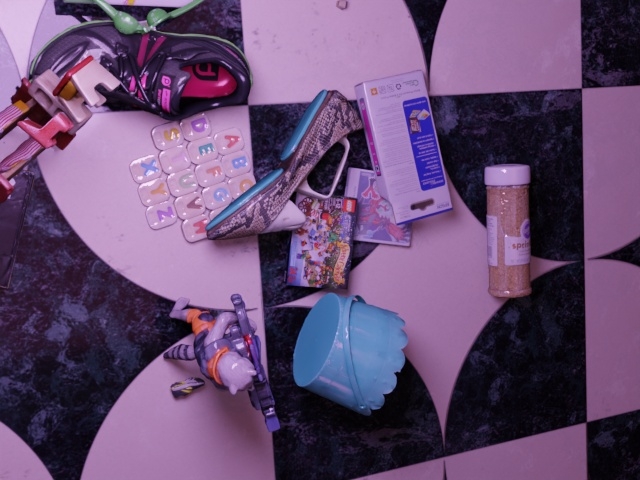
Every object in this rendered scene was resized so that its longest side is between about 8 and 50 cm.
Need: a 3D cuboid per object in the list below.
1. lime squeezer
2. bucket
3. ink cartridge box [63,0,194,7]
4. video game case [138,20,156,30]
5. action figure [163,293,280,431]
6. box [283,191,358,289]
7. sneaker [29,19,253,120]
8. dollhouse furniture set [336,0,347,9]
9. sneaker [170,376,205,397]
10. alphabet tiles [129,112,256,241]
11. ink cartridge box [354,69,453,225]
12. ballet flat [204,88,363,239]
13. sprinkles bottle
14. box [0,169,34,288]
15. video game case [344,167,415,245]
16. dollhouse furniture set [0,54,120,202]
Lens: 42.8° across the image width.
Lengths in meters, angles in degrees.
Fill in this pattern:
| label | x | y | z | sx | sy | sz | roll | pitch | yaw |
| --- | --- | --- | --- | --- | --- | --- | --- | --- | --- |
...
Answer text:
| label | x | y | z | sx | sy | sz | roll | pitch | yaw |
| --- | --- | --- | --- | --- | --- | --- | --- | --- | --- |
| lime squeezer | -0.370 | -0.484 | 1.712 | 0.311 | 0.059 | 0.109 | -3 | 75 | -24 |
| bucket | 0.067 | 0.268 | 1.989 | 0.183 | 0.281 | 0.281 | 22 | 87 | -20 |
| ink cartridge box | -0.404 | -0.611 | 1.718 | 0.278 | 0.117 | 0.201 | -4 | 130 | -23 |
| video game case | -0.424 | -0.442 | 1.829 | 0.122 | 0.011 | 0.087 | -16 | 102 | -20 |
| action figure | -0.220 | 0.289 | 1.827 | 0.179 | 0.330 | 0.341 | -22 | 104 | -22 |
| box | 0.000 | 0.000 | 2.031 | 0.159 | 0.044 | 0.233 | 5 | 94 | -14 |
| sneaker | -0.370 | -0.360 | 1.744 | 0.483 | 0.202 | 0.185 | -7 | 123 | -21 |
| dollhouse furniture set | 0.104 | -0.607 | 1.980 | 0.081 | 0.114 | 0.090 | 8 | 91 | -28 |
| sneaker | -0.319 | 0.354 | 1.962 | 0.083 | 0.031 | 0.035 | -9 | 113 | -18 |
| alphabet tiles | -0.292 | -0.147 | 1.916 | 0.278 | 0.021 | 0.284 | -21 | 103 | -20 |
| ink cartridge box | 0.214 | -0.235 | 2.078 | 0.176 | 0.069 | 0.370 | -16 | 94 | -22 |
| ballet flat | -0.058 | -0.142 | 1.924 | 0.182 | 0.164 | 0.482 | 42 | 73 | -13 |
| sprinkles bottle | 0.510 | -0.027 | 2.216 | 0.121 | 0.121 | 0.355 | -7 | 99 | -22 |
| box | -0.785 | -0.057 | 1.688 | 0.322 | 0.079 | 0.257 | 14 | 89 | -24 |
| video game case | 0.152 | -0.085 | 2.110 | 0.201 | 0.023 | 0.183 | 6 | 94 | -24 |
| dollhouse furniture set | -0.559 | -0.230 | 1.552 | 0.152 | 0.374 | 0.201 | 47 | 57 | -13 |
